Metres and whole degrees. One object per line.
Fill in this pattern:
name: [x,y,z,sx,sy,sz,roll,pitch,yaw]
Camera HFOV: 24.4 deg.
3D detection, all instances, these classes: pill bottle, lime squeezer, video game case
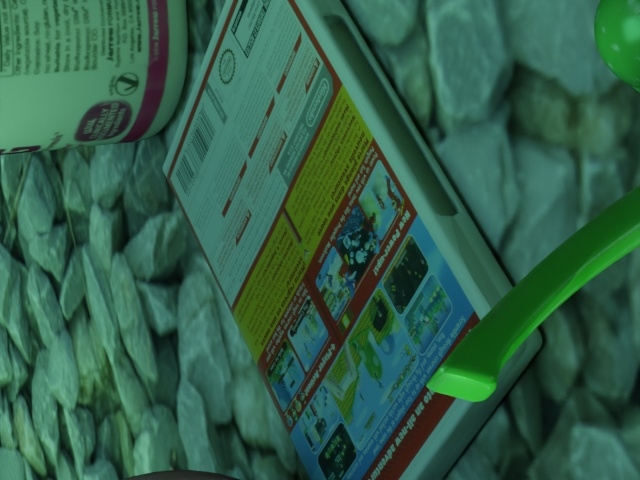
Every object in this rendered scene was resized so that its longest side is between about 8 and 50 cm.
pill bottle: [-0.239,-0.128,0.902,0.160,0.283,0.160,21,115,57]
lime squeezer: [0.101,-0.061,0.536,0.059,0.110,0.310,96,-178,-53]
video game case: [0.000,0.000,0.785,0.285,0.025,0.204,62,144,30]

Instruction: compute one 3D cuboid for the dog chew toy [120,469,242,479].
dog chew toy: [-0.045,0.239,0.715,0.332,0.207,0.206,-157,63,-66]
